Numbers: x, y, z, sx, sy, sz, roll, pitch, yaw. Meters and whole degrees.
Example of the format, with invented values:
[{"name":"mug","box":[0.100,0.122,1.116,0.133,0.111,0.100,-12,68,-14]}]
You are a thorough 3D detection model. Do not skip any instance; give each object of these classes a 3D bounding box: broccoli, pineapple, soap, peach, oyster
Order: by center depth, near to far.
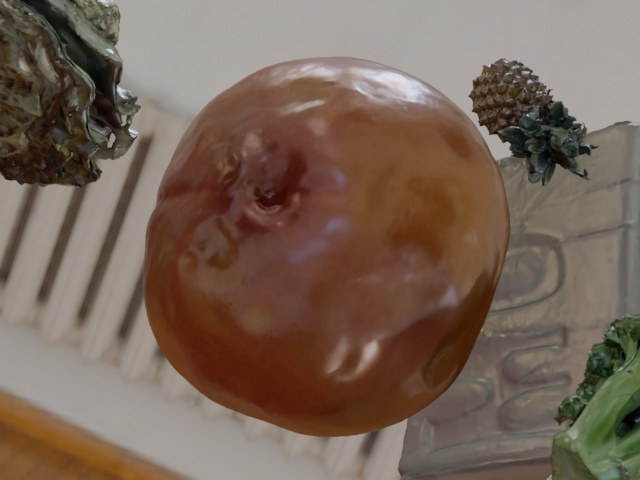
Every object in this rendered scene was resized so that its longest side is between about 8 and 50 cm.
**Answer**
[{"name":"oyster","box":[-0.234,-0.156,1.139,0.198,0.268,0.112,6,44,15]},{"name":"peach","box":[0.000,0.000,1.347,0.342,0.343,0.301,32,0,33]},{"name":"broccoli","box":[0.335,0.206,1.419,0.275,0.308,0.308,-16,35,-30]},{"name":"pineapple","box":[0.212,-0.133,1.607,0.103,0.083,0.221,40,11,-28]},{"name":"soap","box":[0.294,0.113,1.834,0.350,0.435,0.213,-14,-35,43]}]

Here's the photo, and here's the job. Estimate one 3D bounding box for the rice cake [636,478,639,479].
[{"name":"rice cake","box":[0.256,0.215,1.183,0.206,0.063,0.069,-21,-5,-26]}]
